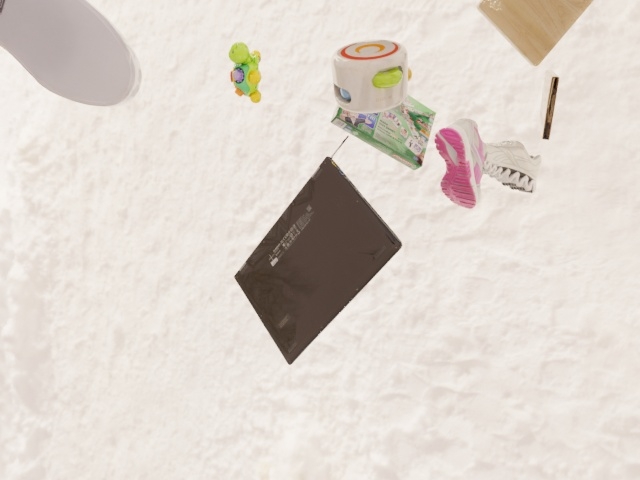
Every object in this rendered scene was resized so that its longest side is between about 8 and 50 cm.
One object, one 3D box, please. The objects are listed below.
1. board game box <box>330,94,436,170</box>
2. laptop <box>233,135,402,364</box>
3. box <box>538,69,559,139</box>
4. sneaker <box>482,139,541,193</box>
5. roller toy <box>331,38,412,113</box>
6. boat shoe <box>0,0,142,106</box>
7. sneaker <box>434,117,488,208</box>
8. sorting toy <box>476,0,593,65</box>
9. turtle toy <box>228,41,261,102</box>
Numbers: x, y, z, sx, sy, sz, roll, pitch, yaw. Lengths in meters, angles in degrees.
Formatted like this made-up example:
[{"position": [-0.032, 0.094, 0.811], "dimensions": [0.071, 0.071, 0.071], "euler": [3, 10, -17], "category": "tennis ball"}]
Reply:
[{"position": [0.202, -0.382, 1.550], "dimensions": [0.046, 0.317, 0.214], "euler": [-28, 39, 61], "category": "board game box"}, {"position": [0.000, 0.000, 1.186], "dimensions": [0.382, 0.236, 0.408], "euler": [-50, 60, 25], "category": "laptop"}, {"position": [0.632, -0.380, 1.394], "dimensions": [0.021, 0.201, 0.165], "euler": [6, 114, 17], "category": "box"}, {"position": [0.491, -0.233, 1.391], "dimensions": [0.119, 0.291, 0.110], "euler": [-68, 21, 6], "category": "sneaker"}, {"position": [0.127, -0.415, 1.277], "dimensions": [0.190, 0.209, 0.146], "euler": [7, 130, 18], "category": "roller toy"}, {"position": [-0.280, -0.219, 0.499], "dimensions": [0.258, 0.084, 0.095], "euler": [35, 103, 0], "category": "boat shoe"}, {"position": [0.357, -0.186, 1.214], "dimensions": [0.102, 0.111, 0.252], "euler": [27, 149, 39], "category": "sneaker"}, {"position": [0.613, -0.693, 1.455], "dimensions": [0.255, 0.257, 0.089], "euler": [-51, 18, 10], "category": "sorting toy"}, {"position": [-0.159, -0.359, 1.058], "dimensions": [0.130, 0.066, 0.095], "euler": [97, 171, -54], "category": "turtle toy"}]
